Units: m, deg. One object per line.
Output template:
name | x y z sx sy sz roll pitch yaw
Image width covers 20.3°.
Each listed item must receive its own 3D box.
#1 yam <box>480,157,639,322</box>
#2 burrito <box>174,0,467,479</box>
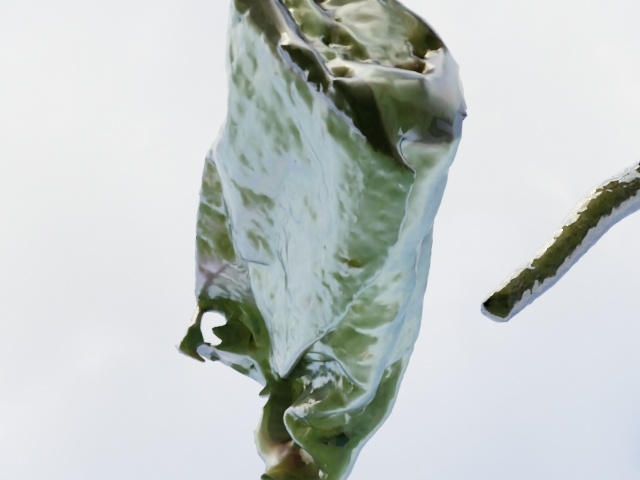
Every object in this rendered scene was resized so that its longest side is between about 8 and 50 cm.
yam | 0.158 -0.026 0.893 0.029 0.234 0.027 -18 -75 56
burrito | 0.000 0.000 0.766 0.144 0.089 0.229 56 -33 40
